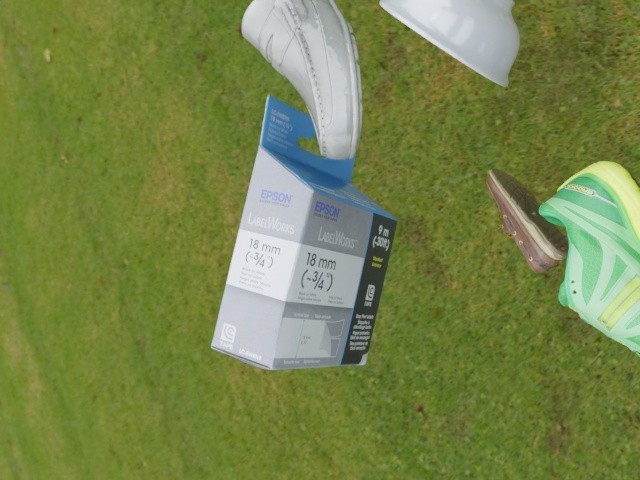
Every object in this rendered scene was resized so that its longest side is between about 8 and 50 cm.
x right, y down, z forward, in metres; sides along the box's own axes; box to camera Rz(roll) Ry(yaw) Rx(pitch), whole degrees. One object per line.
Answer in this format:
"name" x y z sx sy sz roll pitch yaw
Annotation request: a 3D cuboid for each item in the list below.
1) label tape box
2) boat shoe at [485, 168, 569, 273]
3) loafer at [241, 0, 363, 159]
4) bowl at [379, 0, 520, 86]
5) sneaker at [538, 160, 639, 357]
"label tape box" 0.000 0.000 0.891 0.106 0.240 0.334 12 89 33
"boat shoe" 0.285 -0.030 0.938 0.060 0.064 0.178 -55 47 37
"loafer" -0.029 -0.226 0.710 0.112 0.111 0.319 94 163 -65
"bowl" 0.269 -0.428 1.232 0.298 0.298 0.134 43 115 24
"sneaker" 0.319 0.063 0.668 0.123 0.109 0.295 -30 60 25
